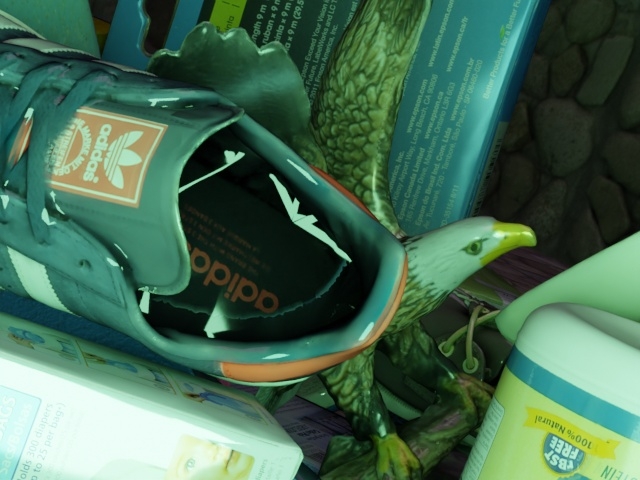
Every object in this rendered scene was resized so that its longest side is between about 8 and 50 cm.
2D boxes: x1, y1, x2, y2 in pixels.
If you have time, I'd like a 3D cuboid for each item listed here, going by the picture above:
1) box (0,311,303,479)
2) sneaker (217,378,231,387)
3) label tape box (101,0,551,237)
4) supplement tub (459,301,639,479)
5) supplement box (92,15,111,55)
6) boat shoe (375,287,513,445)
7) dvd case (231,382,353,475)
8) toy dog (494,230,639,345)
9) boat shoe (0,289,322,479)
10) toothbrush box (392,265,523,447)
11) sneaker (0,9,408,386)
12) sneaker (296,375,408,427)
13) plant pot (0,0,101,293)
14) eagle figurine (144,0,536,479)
[{"bbox_3d":[-0.128,0.093,0.781,0.203,0.114,0.103,21,3,-15],"label":"box"},{"bbox_3d":[-0.156,0.045,1.174,0.252,0.111,0.103,47,16,17],"label":"sneaker"},{"bbox_3d":[-0.001,-0.154,1.616,0.334,0.240,0.106,20,7,10],"label":"label tape box"},{"bbox_3d":[0.121,0.141,0.827,0.144,0.199,0.144,21,6,-2],"label":"supplement tub"},{"bbox_3d":[-0.302,-0.120,1.600,0.194,0.195,0.356,21,6,0],"label":"supplement box"},{"bbox_3d":[0.126,0.095,1.326,0.305,0.091,0.109,37,55,13],"label":"boat shoe"},{"bbox_3d":[-0.070,0.106,1.277,0.253,0.022,0.180,23,6,17],"label":"dvd case"},{"bbox_3d":[0.351,0.134,0.940,0.285,0.395,0.407,-15,77,-48],"label":"toy dog"},{"bbox_3d":[-0.067,0.120,0.927,0.258,0.109,0.089,45,-7,23],"label":"boat shoe"},{"bbox_3d":[0.049,0.059,1.591,0.206,0.122,0.283,19,8,-10],"label":"toothbrush box"},{"bbox_3d":[-0.117,-0.037,0.800,0.350,0.131,0.148,20,-10,-20],"label":"sneaker"},{"bbox_3d":[0.054,0.120,1.407,0.152,0.084,0.058,-24,12,-30],"label":"sneaker"},{"bbox_3d":[-0.251,-0.053,0.987,0.248,0.252,0.247,25,7,26],"label":"plant pot"},{"bbox_3d":[0.010,-0.004,1.057,0.226,0.225,0.298,-111,175,-76],"label":"eagle figurine"}]
